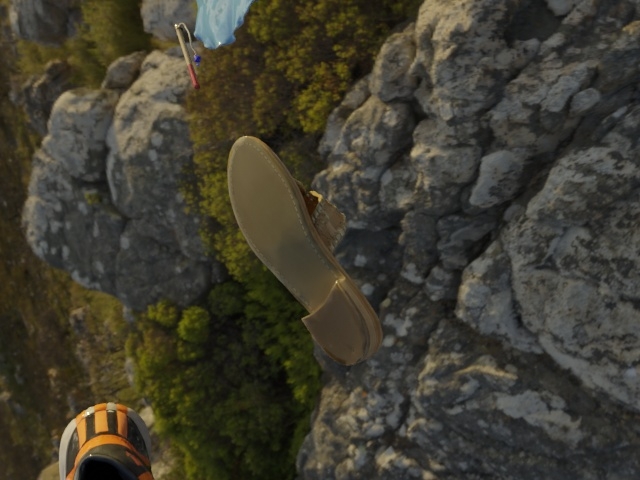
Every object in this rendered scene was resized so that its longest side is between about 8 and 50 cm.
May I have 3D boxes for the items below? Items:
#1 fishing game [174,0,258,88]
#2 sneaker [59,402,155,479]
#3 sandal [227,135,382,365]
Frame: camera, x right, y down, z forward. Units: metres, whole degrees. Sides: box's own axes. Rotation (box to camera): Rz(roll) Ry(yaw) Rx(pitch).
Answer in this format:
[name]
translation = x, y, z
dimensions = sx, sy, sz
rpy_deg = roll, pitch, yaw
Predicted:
[fishing game]
translation = -0.111, -0.329, 0.752
dimensions = 0.264, 0.041, 0.189
rpy_deg = -50, 50, 36
[sneaker]
translation = -0.200, 0.337, 0.587
dimensions = 0.180, 0.125, 0.321
rpy_deg = -165, 64, -69
[sandal]
translation = -0.004, 0.004, 0.581
dimensions = 0.088, 0.079, 0.240
rpy_deg = -45, 68, 38
